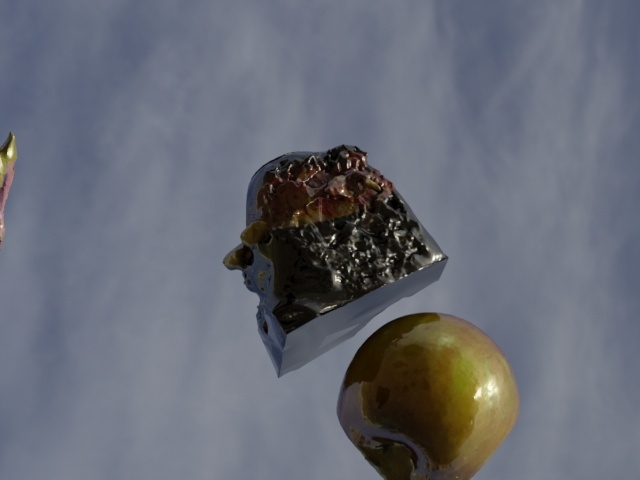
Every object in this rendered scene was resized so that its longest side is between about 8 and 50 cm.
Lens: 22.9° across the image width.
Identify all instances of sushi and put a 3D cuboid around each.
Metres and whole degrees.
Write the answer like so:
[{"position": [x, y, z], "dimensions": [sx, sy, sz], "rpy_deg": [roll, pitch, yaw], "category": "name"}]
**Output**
[{"position": [0.000, 0.000, 1.395], "dimensions": [0.172, 0.153, 0.150], "rpy_deg": [-29, -105, -13], "category": "sushi"}]

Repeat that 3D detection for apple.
[{"position": [0.085, 0.143, 1.354], "dimensions": [0.146, 0.147, 0.163], "rpy_deg": [40, -57, -1], "category": "apple"}]

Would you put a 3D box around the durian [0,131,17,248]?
[{"position": [-0.289, 0.034, 1.072], "dimensions": [0.154, 0.186, 0.260], "rpy_deg": [23, -116, -27], "category": "durian"}]
